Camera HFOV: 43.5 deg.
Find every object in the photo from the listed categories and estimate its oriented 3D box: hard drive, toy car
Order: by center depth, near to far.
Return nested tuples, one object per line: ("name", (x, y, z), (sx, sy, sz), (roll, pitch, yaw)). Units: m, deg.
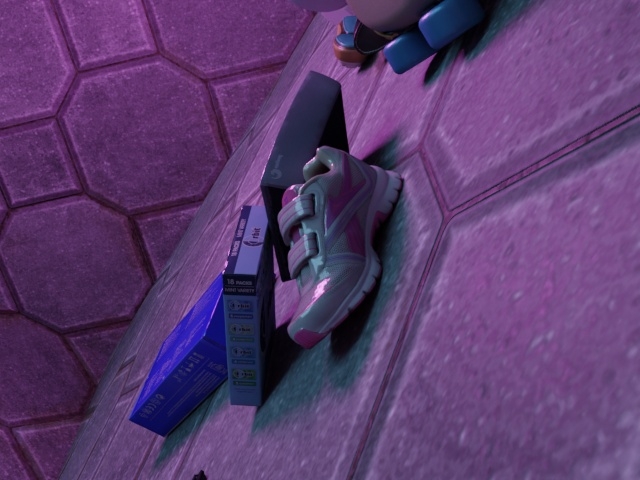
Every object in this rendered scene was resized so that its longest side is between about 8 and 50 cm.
("toy car", (0.152, -0.367, 0.981), (0.238, 0.219, 0.210), (-34, 6, -16))
("hard drive", (-0.011, -0.087, 1.022), (0.255, 0.054, 0.172), (-72, -21, -47))

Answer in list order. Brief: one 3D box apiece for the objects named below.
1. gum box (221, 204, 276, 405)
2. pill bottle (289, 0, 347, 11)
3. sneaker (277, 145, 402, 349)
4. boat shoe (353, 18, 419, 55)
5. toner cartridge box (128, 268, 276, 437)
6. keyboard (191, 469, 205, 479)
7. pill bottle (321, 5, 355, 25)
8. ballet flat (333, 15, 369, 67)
("gum box", (-0.082, 0.075, 0.957), (0.157, 0.041, 0.184), (-83, -7, -60))
("pill bottle", (0.054, -0.510, 1.149), (0.229, 0.229, 0.407), (-66, 11, -24))
("sneaker", (0.000, 0.000, 0.837), (0.103, 0.111, 0.252), (-47, 18, 44))
("boat shoe", (0.113, -0.357, 1.247), (0.228, 0.081, 0.069), (-40, 20, 51))
("toner cartridge box", (-0.196, 0.178, 1.294), (0.348, 0.075, 0.165), (-46, 18, 47))
("keyboard", (-0.193, 0.373, 0.975), (0.180, 0.023, 0.108), (-58, 13, 14))
("pill bottle", (0.087, -0.565, 1.721), (0.209, 0.119, 0.119), (-63, 13, -8))
("ballet flat", (0.065, -0.364, 1.522), (0.232, 0.080, 0.073), (-79, -6, -61))
